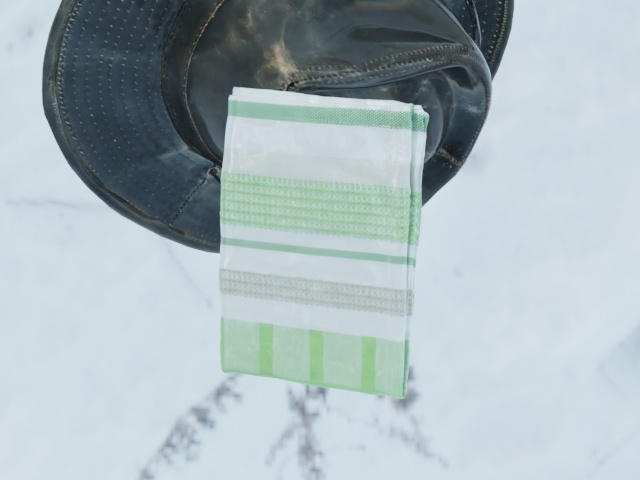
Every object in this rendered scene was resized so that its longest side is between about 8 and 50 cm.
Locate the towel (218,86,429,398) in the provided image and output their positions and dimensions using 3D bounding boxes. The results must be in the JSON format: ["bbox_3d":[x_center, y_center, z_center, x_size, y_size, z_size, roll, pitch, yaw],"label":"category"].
[{"bbox_3d":[0.000,0.000,0.920,0.113,0.023,0.152,8,101,27],"label":"towel"}]

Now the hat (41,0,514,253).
[{"bbox_3d":[0.005,-0.090,1.072,0.331,0.134,0.331,-18,134,-19],"label":"hat"}]
